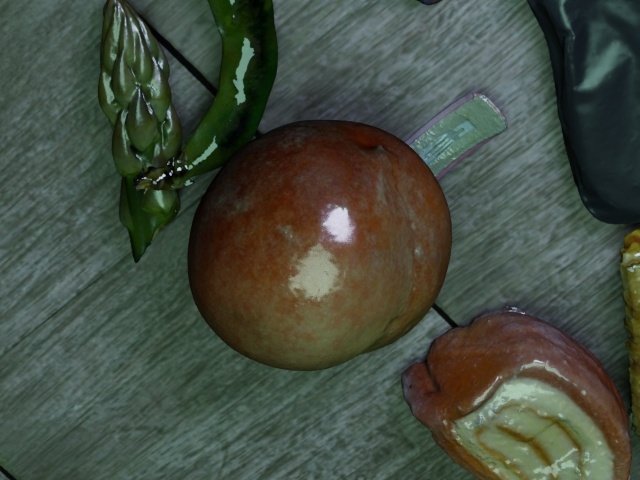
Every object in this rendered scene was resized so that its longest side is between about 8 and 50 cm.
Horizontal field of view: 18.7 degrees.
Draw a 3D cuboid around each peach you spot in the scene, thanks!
[{"bbox_3d":[0.000,0.000,1.855,0.252,0.252,0.252,1,120,2],"label":"peach"}]

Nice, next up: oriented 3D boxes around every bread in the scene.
[{"bbox_3d":[0.225,0.188,2.024,0.244,0.123,0.190,39,116,-20],"label":"bread"}]

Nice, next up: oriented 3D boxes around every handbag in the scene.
[{"bbox_3d":[0.308,-0.172,1.833,0.192,0.075,0.332,-13,119,11],"label":"handbag"}]

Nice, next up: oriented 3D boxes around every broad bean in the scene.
[{"bbox_3d":[-0.104,-0.185,1.839,0.144,0.049,0.292,-4,110,-28],"label":"broad bean"}]

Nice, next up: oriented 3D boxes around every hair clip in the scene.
[{"bbox_3d":[0.124,-0.095,1.919,0.137,0.022,0.054,-39,110,25],"label":"hair clip"}]

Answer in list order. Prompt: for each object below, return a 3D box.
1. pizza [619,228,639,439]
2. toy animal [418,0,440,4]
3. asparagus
[{"bbox_3d":[0.436,0.089,1.974,0.258,0.087,0.268,-4,125,6],"label":"pizza"},{"bbox_3d":[0.106,-0.331,1.719,0.185,0.122,0.298,-6,145,13],"label":"toy animal"},{"bbox_3d":[-0.173,-0.109,1.896,0.080,0.080,0.287,-6,118,6],"label":"asparagus"}]
